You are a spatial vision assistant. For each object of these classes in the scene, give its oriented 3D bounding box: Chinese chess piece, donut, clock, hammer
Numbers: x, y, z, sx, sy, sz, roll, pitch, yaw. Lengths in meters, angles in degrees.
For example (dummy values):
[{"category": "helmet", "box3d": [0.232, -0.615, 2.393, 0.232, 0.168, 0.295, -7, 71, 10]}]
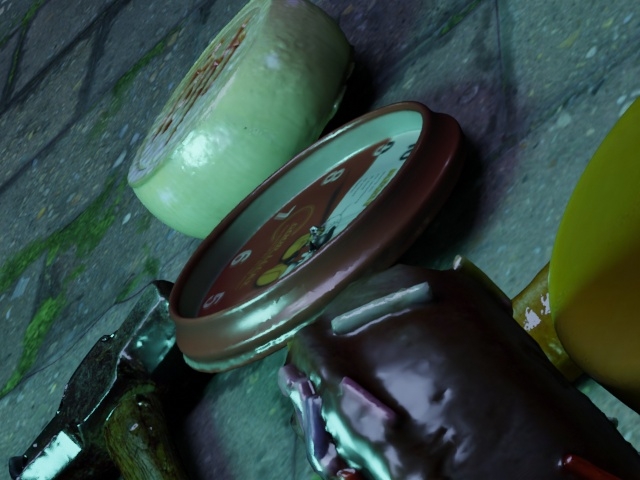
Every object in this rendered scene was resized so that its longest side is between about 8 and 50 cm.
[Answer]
[{"category": "Chinese chess piece", "box3d": [-0.080, -0.126, 1.887, 0.270, 0.112, 0.270, -49, 16, 19]}, {"category": "donut", "box3d": [0.132, 0.160, 0.973, 0.136, 0.345, 0.259, -45, 52, 3]}, {"category": "clock", "box3d": [0.000, 0.000, 1.639, 0.318, 0.080, 0.318, -35, 17, 13]}, {"category": "hammer", "box3d": [-0.143, 0.218, 1.653, 0.242, 0.095, 0.409, -50, 31, 8]}]

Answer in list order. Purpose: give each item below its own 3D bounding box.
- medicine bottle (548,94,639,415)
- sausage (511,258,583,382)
[{"category": "medicine bottle", "box3d": [0.280, 0.028, 0.971, 0.238, 0.232, 0.238, -41, 27, 27]}, {"category": "sausage", "box3d": [0.126, 0.085, 1.342, 0.302, 0.076, 0.103, -35, 32, 35]}]
